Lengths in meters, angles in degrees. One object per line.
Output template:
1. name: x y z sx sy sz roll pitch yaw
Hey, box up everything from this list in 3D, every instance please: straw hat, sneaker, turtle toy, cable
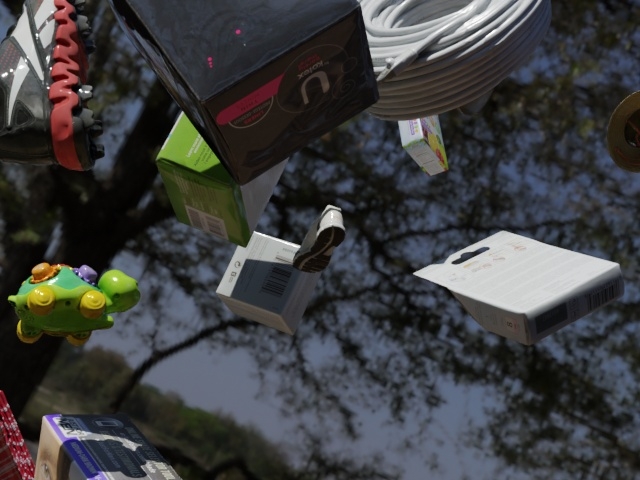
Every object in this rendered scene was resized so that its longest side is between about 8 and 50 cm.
1. straw hat: 0.516 -0.188 1.782 0.144 0.144 0.061 30 17 -20
2. sneaker: -0.308 -0.189 1.175 0.135 0.276 0.098 -8 -33 -4
3. turtle toy: -0.242 0.058 1.088 0.130 0.066 0.095 5 -29 -23
4. sneaker: 0.000 0.000 1.313 0.040 0.044 0.109 19 -41 -22
5. cable: 0.133 -0.238 1.219 0.257 0.257 0.089 -109 173 -59

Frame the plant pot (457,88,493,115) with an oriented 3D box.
1. plant pot: 0.261 -0.332 1.885 0.032 0.236 0.236 13 -18 27

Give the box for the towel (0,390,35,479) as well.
1. towel: -0.509 0.383 1.780 0.199 0.031 0.275 -29 -96 51

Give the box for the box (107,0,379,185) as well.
1. box: -0.090 -0.215 1.026 0.270 0.165 0.143 52 -9 28

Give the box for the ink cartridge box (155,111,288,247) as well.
1. ink cartridge box: -0.086 -0.146 1.321 0.097 0.255 0.189 21 -20 9

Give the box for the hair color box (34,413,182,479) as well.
1. hair color box: -0.249 0.377 1.179 0.110 0.339 0.185 6 12 -31

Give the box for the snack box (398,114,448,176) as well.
1. snack box: 0.147 -0.179 1.637 0.037 0.141 0.100 -19 -32 20

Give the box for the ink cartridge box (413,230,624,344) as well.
1. ink cartridge box: 0.277 0.062 1.551 0.232 0.189 0.066 14 -58 55

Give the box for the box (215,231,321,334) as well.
1. box: -0.068 0.056 1.476 0.102 0.101 0.087 18 -18 19
